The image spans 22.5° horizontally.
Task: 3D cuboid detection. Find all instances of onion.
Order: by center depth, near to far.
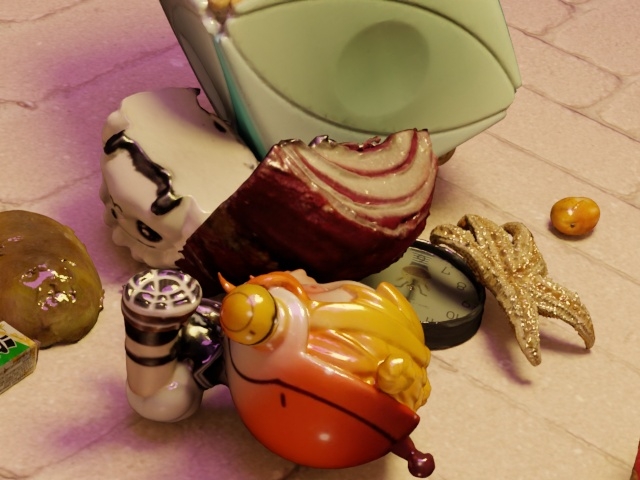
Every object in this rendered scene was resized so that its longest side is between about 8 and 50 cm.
[{"bbox_3d":[0.000,0.000,1.793,0.314,0.280,0.146,-19,67,-47],"label":"onion"}]

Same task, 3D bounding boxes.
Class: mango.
[{"bbox_3d":[0.337,-0.036,2.115,0.060,0.046,0.089,27,32,21],"label":"mango"}]

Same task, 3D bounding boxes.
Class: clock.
[{"bbox_3d":[0.107,0.057,1.907,0.185,0.040,0.184,9,33,-6],"label":"clock"}]

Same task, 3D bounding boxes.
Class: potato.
[{"bbox_3d":[-0.320,0.029,1.778,0.164,0.081,0.200,-8,36,-26],"label":"potato"}]

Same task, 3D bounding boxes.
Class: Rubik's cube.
[{"bbox_3d":[0.007,-0.285,1.999,0.347,0.351,0.352,-29,41,-7],"label":"Rubik's cube"}]

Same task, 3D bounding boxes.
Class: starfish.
[{"bbox_3d":[0.232,0.051,1.888,0.216,0.071,0.238,17,40,-13],"label":"starfish"}]

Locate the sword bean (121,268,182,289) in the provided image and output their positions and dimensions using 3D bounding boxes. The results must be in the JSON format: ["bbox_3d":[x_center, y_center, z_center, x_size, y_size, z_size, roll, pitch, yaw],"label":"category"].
[{"bbox_3d":[-0.193,0.047,1.852,0.083,0.012,0.012,-17,43,-38],"label":"sword bean"}]

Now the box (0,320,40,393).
[{"bbox_3d":[-0.368,0.150,1.616,0.050,0.041,0.207,27,37,21],"label":"box"}]

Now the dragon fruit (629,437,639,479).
[{"bbox_3d":[0.431,0.219,1.602,0.237,0.231,0.302,5,27,2],"label":"dragon fruit"}]

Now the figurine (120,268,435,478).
[{"bbox_3d":[-0.030,0.126,1.626,0.323,0.196,0.320,8,-7,12],"label":"figurine"}]

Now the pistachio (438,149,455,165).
[{"bbox_3d":[0.116,-0.146,2.149,0.113,0.113,0.149,-21,50,-39],"label":"pistachio"}]

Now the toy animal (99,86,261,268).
[{"bbox_3d":[-0.165,-0.059,1.885,0.204,0.156,0.208,-22,61,-40],"label":"toy animal"}]
